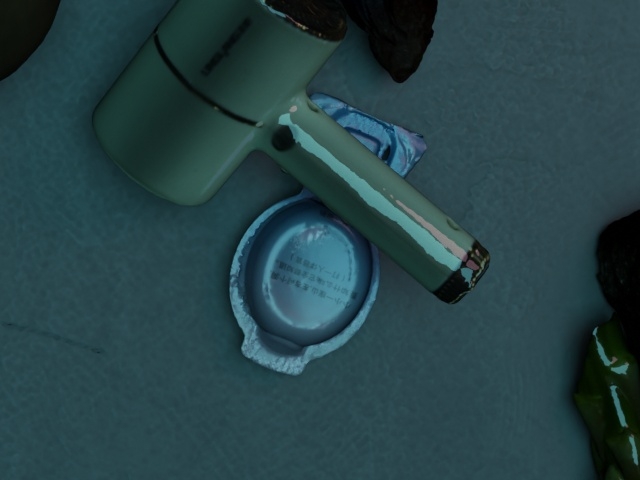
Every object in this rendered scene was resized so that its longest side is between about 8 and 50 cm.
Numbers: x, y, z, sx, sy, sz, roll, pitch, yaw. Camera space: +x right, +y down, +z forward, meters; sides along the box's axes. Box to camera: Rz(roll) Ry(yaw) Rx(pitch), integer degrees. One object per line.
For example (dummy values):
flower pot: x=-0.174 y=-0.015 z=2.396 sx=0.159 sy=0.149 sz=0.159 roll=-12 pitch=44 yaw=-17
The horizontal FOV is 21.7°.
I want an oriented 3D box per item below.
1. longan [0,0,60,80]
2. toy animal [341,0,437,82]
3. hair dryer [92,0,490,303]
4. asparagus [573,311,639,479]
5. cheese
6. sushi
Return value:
longan: x=-0.345 y=-0.203 z=1.307 sx=0.300 sy=0.300 sz=0.243 roll=-20 pitch=56 yaw=-10
toy animal: x=0.048 y=-0.231 z=1.443 sx=0.116 sy=0.218 sz=0.179 roll=11 pitch=126 yaw=6
hair dryer: x=0.006 y=-0.062 z=1.385 sx=0.362 sy=0.128 sz=0.203 roll=40 pitch=114 yaw=-3
asparagus: x=0.287 y=0.211 z=1.545 sx=0.080 sy=0.080 sz=0.287 roll=-19 pitch=89 yaw=-11
cheese: x=0.000 y=0.000 z=1.481 sx=0.135 sy=0.052 sz=0.244 roll=23 pitch=87 yaw=-15
sushi: x=0.347 y=0.071 z=1.523 sx=0.124 sy=0.127 sz=0.225 roll=-22 pitch=96 yaw=-10
